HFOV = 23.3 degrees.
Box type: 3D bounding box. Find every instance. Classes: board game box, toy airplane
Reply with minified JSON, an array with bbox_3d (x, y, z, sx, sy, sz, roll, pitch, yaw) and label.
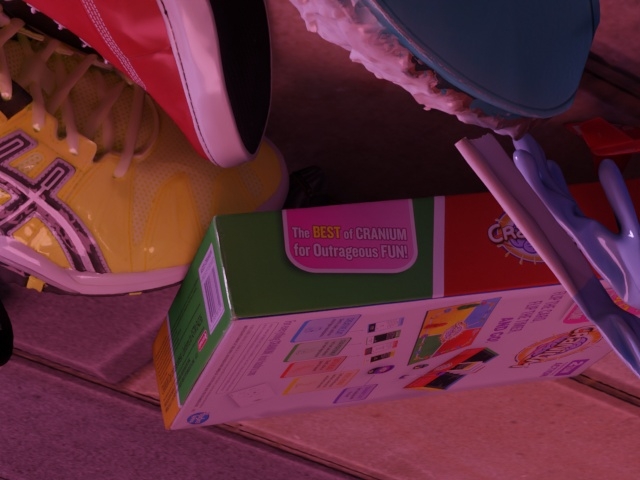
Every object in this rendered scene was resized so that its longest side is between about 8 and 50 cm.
[{"bbox_3d":[0.066,0.044,1.009,0.316,0.064,0.242,-5,160,-18],"label":"board game box"},{"bbox_3d":[0.220,-0.067,0.937,0.151,0.028,0.151,6,152,3],"label":"toy airplane"}]

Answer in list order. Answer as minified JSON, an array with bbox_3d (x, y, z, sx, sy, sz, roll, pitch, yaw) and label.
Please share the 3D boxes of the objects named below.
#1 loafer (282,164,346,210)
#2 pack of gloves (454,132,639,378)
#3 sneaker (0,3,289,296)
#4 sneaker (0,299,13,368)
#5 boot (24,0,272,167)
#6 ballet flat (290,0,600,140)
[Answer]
[{"bbox_3d":[0.000,0.000,1.086,0.061,0.062,0.170,-39,158,1],"label":"loafer"},{"bbox_3d":[0.172,0.026,0.815,0.046,0.232,0.195,-38,174,14],"label":"pack of gloves"},{"bbox_3d":[-0.198,-0.074,0.928,0.384,0.145,0.147,13,146,-14],"label":"sneaker"},{"bbox_3d":[-0.435,0.023,1.179,0.447,0.169,0.257,22,141,-38],"label":"sneaker"},{"bbox_3d":[-0.132,-0.133,0.865,0.176,0.088,0.244,-2,141,18],"label":"boot"},{"bbox_3d":[-0.021,-0.197,0.708,0.147,0.147,0.409,-16,139,36],"label":"ballet flat"}]
